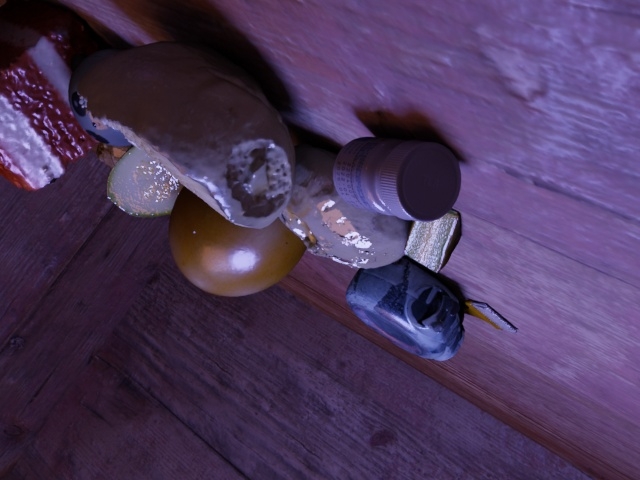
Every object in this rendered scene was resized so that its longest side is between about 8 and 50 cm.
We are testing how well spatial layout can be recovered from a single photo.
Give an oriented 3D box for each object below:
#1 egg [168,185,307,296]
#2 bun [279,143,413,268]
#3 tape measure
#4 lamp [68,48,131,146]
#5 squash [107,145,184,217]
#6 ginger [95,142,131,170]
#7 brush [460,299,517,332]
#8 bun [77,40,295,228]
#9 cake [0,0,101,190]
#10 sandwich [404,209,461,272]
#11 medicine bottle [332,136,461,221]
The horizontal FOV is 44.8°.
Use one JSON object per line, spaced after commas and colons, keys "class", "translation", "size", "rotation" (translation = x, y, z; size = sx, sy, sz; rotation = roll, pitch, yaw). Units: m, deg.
{"class": "egg", "translation": [-0.168, -0.028, 1.609], "size": [0.282, 0.282, 0.351], "rotation": [36, 139, -7]}
{"class": "bun", "translation": [0.028, -0.044, 1.350], "size": [0.287, 0.146, 0.287], "rotation": [32, 169, 7]}
{"class": "tape measure", "translation": [0.193, 0.143, 1.689], "size": [0.275, 0.147, 0.256], "rotation": [29, 165, 30]}
{"class": "lamp", "translation": [-0.380, -0.275, 1.527], "size": [0.244, 0.198, 0.198], "rotation": [16, 162, 32]}
{"class": "squash", "translation": [-0.325, -0.154, 1.673], "size": [0.189, 0.260, 0.189], "rotation": [38, 172, 7]}
{"class": "ginger", "translation": [-0.383, -0.178, 1.882], "size": [0.375, 0.236, 0.166], "rotation": [34, -152, 24]}
{"class": "brush", "translation": [0.323, 0.153, 1.712], "size": [0.103, 0.013, 0.272], "rotation": [38, 171, -18]}
{"class": "bun", "translation": [-0.182, -0.184, 1.208], "size": [0.364, 0.202, 0.364], "rotation": [36, 175, 3]}
{"class": "cake", "translation": [-0.622, -0.313, 1.651], "size": [0.270, 0.319, 0.269], "rotation": [28, 158, 41]}
{"class": "sandwich", "translation": [0.174, -0.009, 1.223], "size": [0.074, 0.074, 0.116], "rotation": [31, 170, 18]}
{"class": "medicine bottle", "translation": [0.096, -0.084, 1.030], "size": [0.105, 0.105, 0.168], "rotation": [40, 170, -28]}
